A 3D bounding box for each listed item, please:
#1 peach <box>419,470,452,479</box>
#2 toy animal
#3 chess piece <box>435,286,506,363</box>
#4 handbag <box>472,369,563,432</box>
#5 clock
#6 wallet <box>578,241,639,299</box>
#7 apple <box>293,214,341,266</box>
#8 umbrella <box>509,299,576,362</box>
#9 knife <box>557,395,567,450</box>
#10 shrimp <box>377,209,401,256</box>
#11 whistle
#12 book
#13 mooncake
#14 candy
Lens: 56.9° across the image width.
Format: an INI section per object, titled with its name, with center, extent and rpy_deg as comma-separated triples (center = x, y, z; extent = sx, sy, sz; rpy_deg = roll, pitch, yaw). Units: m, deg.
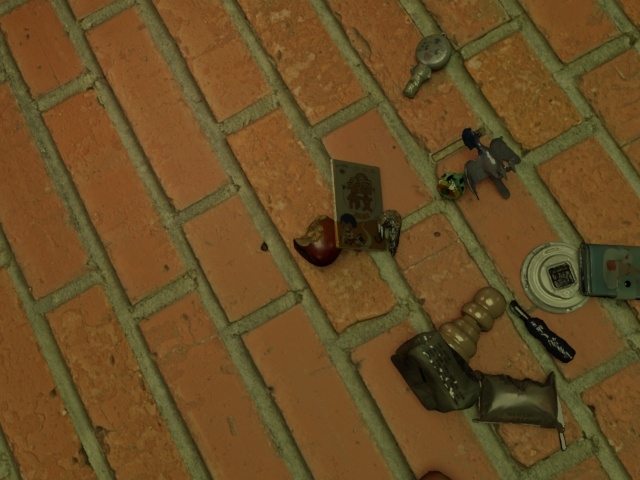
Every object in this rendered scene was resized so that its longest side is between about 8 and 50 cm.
[peach]
center = 0.356, 0.802, 1.742
extent = 0.214, 0.214, 0.236
rpy_deg = -7, 61, 5
[toy animal]
center = 0.557, -0.254, 1.933
extent = 0.239, 0.256, 0.176
rpy_deg = -35, 36, -17
[chess piece]
center = 0.482, 0.260, 1.865
extent = 0.142, 0.143, 0.261
rpy_deg = 42, 79, 12
[handbag]
center = 0.604, 0.483, 1.812
extent = 0.270, 0.117, 0.183
rpy_deg = 3, 71, 8
[clock]
center = 0.765, 0.115, 1.893
extent = 0.236, 0.053, 0.237
rpy_deg = -1, 78, 5
[wallet]
center = 0.938, 0.099, 1.848
extent = 0.250, 0.075, 0.176
rpy_deg = 4, 79, -7
[apple]
center = 0.007, 0.002, 1.944
extent = 0.147, 0.156, 0.158
rpy_deg = 44, 72, 3
[umbrella]
center = 0.691, 0.289, 1.866
extent = 0.248, 0.071, 0.071
rpy_deg = 41, 86, 15
[knife]
center = 0.744, 0.563, 1.831
extent = 0.023, 0.010, 0.170
rpy_deg = -6, 77, 5
[shrimp]
center = 0.229, -0.025, 1.976
extent = 0.091, 0.034, 0.161
rpy_deg = 6, 79, -17
[whistle]
center = 0.371, -0.614, 2.067
extent = 0.126, 0.067, 0.258
rpy_deg = 30, 88, 24
[book]
center = 0.125, -0.114, 1.953
extent = 0.207, 0.020, 0.296
rpy_deg = 4, 77, -35
[mooncake]
center = 0.348, 0.399, 1.789
extent = 0.136, 0.250, 0.254
rpy_deg = -30, 81, -20
[candy]
center = 0.508, -0.255, 1.987
extent = 0.091, 0.083, 0.305
rpy_deg = 43, 79, 7
